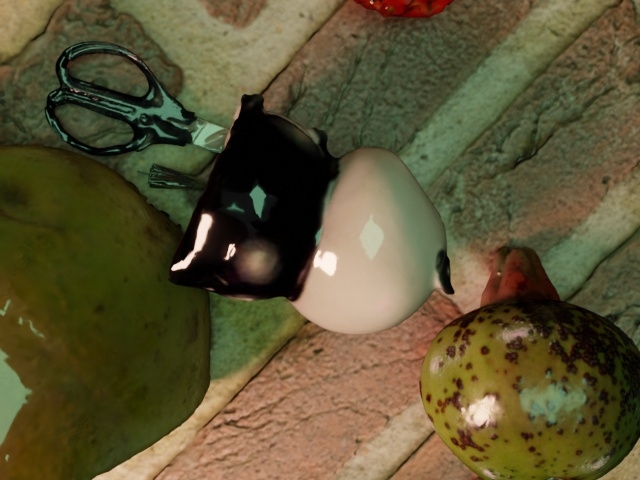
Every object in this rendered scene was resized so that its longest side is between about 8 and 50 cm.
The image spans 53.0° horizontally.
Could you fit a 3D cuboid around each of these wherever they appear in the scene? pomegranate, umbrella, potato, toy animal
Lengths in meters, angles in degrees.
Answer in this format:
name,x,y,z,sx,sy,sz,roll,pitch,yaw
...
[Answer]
name,x,y,z,sx,sy,sz,roll,pitch,yaw
pomegranate,0.207,0.116,0.641,0.214,0.214,0.248,9,59,-8
umbrella,-0.142,-0.059,0.643,0.083,0.020,0.031,7,131,-19
potato,-0.266,0.058,0.548,0.330,0.213,0.280,-6,98,-8
toy animal,-0.001,-0.008,0.580,0.235,0.187,0.165,17,73,-12

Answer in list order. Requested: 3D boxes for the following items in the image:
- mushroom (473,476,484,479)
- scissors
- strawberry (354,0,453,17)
name,x,y,z,sx,sy,sz,roll,pitch,yaw
mushroom,0.180,0.318,0.732,0.049,0.019,0.101,0,99,-6
scissors,-0.118,-0.106,0.641,0.299,0.022,0.109,18,98,-9
strawberry,0.076,-0.303,0.586,0.233,0.234,0.178,-1,125,-7
